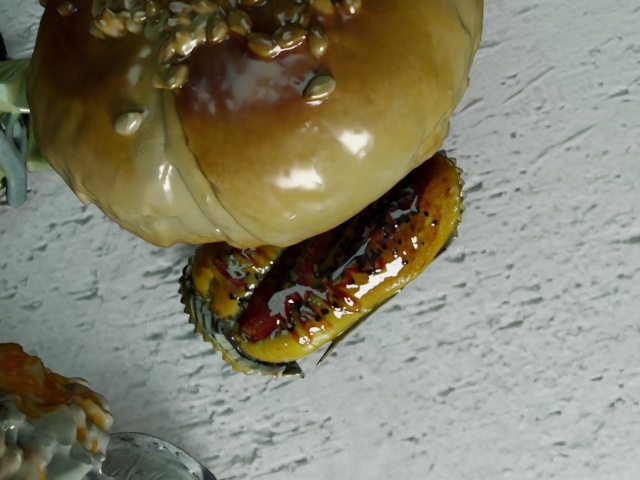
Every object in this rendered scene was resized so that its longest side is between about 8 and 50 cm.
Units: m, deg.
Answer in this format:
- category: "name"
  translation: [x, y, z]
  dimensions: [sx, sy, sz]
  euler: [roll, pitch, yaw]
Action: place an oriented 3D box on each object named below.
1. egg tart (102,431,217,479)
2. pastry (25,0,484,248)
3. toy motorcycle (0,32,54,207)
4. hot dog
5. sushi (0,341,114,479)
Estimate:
- category: "egg tart"
  translation: [-0.181, 0.275, 1.328]
  dimensions: [0.234, 0.094, 0.234]
  euler: [-4, 75, 15]
- category: "pastry"
  translation: [-0.061, -0.182, 1.307]
  dimensions: [0.409, 0.245, 0.409]
  euler: [-14, 47, 15]
- category: "toy motorcycle"
  translation: [-0.376, -0.041, 1.414]
  dimensions: [0.237, 0.169, 0.410]
  euler: [15, 64, 26]
- category: "hot dog"
  translation: [0.000, 0.000, 1.367]
  dimensions: [0.270, 0.082, 0.162]
  euler: [-42, 69, 1]
- category: "sushi"
  translation: [-0.308, 0.286, 1.222]
  dimensions: [0.417, 0.176, 0.417]
  euler: [-29, 50, 41]
